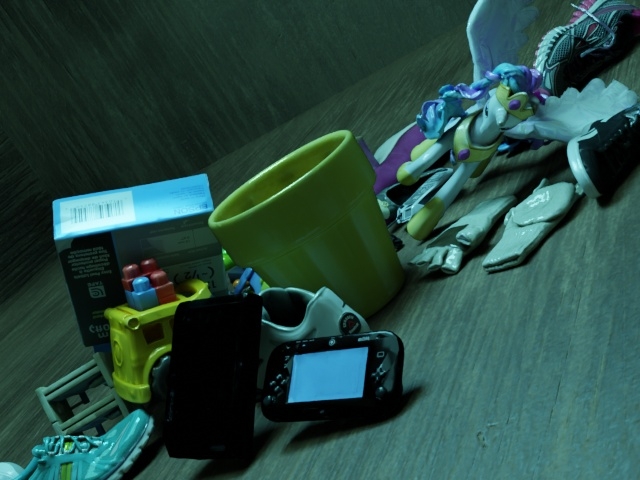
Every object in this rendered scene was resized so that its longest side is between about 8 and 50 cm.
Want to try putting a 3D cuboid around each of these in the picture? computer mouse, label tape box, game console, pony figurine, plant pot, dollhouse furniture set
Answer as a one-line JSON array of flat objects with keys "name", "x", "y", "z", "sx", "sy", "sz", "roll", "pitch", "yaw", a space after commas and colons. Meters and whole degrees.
[{"name": "computer mouse", "x": 0.166, "y": -0.050, "z": 1.876, "sx": 0.193, "sy": 0.042, "sz": 0.106, "roll": -43, "pitch": 11, "yaw": -15}, {"name": "label tape box", "x": -0.279, "y": 0.077, "z": 1.809, "sx": 0.249, "sy": 0.347, "sz": 0.115, "roll": -11, "pitch": 38, "yaw": -8}, {"name": "game console", "x": -0.051, "y": 0.163, "z": 1.380, "sx": 0.361, "sy": 0.044, "sz": 0.213, "roll": -10, "pitch": 69, "yaw": 34}, {"name": "pony figurine", "x": 0.282, "y": -0.196, "z": 1.718, "sx": 0.351, "sy": 0.303, "sz": 0.363, "roll": -46, "pitch": -1, "yaw": -37}, {"name": "plant pot", "x": 0.000, "y": 0.000, "z": 1.649, "sx": 0.254, "sy": 0.239, "sz": 0.254, "roll": -32, "pitch": 13, "yaw": 8}, {"name": "dollhouse furniture set", "x": -0.350, "y": 0.268, "z": 1.828, "sx": 0.129, "sy": 0.129, "sz": 0.184, "roll": -31, "pitch": -11, "yaw": 11}]

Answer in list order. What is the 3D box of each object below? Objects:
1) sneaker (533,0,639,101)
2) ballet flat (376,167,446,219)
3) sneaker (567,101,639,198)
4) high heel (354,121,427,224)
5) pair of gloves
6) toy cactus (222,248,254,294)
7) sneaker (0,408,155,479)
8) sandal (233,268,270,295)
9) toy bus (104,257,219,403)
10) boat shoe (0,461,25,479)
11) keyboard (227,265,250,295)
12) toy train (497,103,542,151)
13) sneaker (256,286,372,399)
[{"name": "sneaker", "x": 0.497, "y": -0.361, "z": 2.065, "sx": 0.112, "sy": 0.120, "sz": 0.299, "roll": 22, "pitch": 58, "yaw": 36}, {"name": "ballet flat", "x": 0.154, "y": -0.088, "z": 1.949, "sx": 0.173, "sy": 0.057, "sz": 0.049, "roll": -30, "pitch": -17, "yaw": -32}, {"name": "sneaker", "x": 0.416, "y": -0.138, "z": 1.518, "sx": 0.121, "sy": 0.079, "sz": 0.217, "roll": -28, "pitch": 13, "yaw": 28}, {"name": "high heel", "x": 0.169, "y": -0.123, "z": 2.107, "sx": 0.377, "sy": 0.181, "sz": 0.127, "roll": -19, "pitch": -13, "yaw": -42}, {"name": "pair of gloves", "x": 0.253, "y": -0.023, "z": 1.573, "sx": 0.204, "sy": 0.042, "sz": 0.240, "roll": -41, "pitch": 16, "yaw": -30}, {"name": "toy cactus", "x": -0.099, "y": 0.039, "z": 1.993, "sx": 0.181, "sy": 0.112, "sz": 0.219, "roll": -2, "pitch": 48, "yaw": 23}, {"name": "sneaker", "x": -0.366, "y": 0.330, "z": 1.610, "sx": 0.275, "sy": 0.110, "sz": 0.107, "roll": -34, "pitch": 13, "yaw": -4}, {"name": "sandal", "x": -0.079, "y": 0.027, "z": 1.878, "sx": 0.138, "sy": 0.126, "sz": 0.317, "roll": -38, "pitch": 28, "yaw": 38}, {"name": "toy bus", "x": -0.222, "y": 0.126, "z": 1.703, "sx": 0.220, "sy": 0.211, "sz": 0.149, "roll": -16, "pitch": 11, "yaw": -27}, {"name": "boat shoe", "x": -0.595, "y": 0.443, "z": 1.736, "sx": 0.321, "sy": 0.118, "sz": 0.103, "roll": -20, "pitch": 13, "yaw": 21}, {"name": "keyboard", "x": -0.110, "y": 0.061, "z": 2.142, "sx": 0.201, "sy": 0.033, "sz": 0.317, "roll": -39, "pitch": 14, "yaw": -22}, {"name": "toy train", "x": 0.339, "y": -0.208, "z": 1.964, "sx": 0.105, "sy": 0.080, "sz": 0.184, "roll": -25, "pitch": 11, "yaw": -5}, {"name": "sneaker", "x": -0.059, "y": 0.131, "z": 1.536, "sx": 0.331, "sy": 0.146, "sz": 0.122, "roll": -21, "pitch": 20, "yaw": 47}]
